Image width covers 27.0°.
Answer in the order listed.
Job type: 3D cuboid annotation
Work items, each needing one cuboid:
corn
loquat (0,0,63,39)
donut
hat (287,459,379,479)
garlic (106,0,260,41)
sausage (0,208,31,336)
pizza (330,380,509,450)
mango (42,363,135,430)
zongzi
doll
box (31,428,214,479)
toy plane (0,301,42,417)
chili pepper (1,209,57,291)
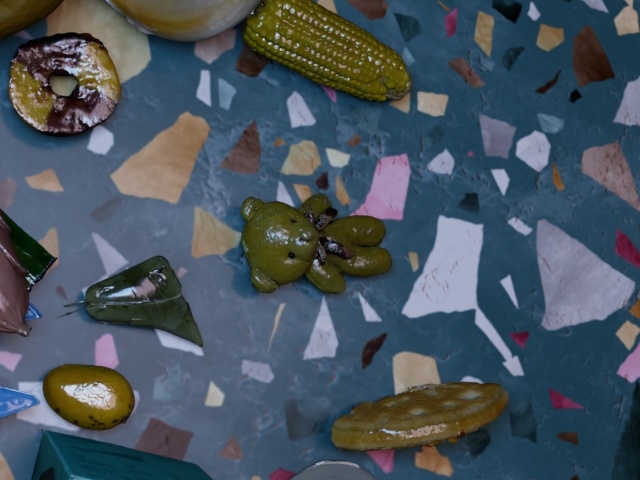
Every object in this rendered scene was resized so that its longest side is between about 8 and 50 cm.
[{"bbox_3d":[0.002,-0.254,1.748,0.261,0.097,0.097,25,75,-17],"label":"corn"},{"bbox_3d":[-0.404,-0.382,1.498,0.328,0.328,0.329,3,82,-19],"label":"loquat"},{"bbox_3d":[-0.319,-0.191,1.644,0.140,0.059,0.140,3,81,-20],"label":"donut"},{"bbox_3d":[0.005,0.397,1.642,0.244,0.149,0.214,-44,98,-8],"label":"hat"},{"bbox_3d":[-0.157,-0.409,1.626,0.249,0.313,0.286,43,38,-53],"label":"garlic"},{"bbox_3d":[-0.423,-0.079,1.533,0.087,0.088,0.433,-17,72,-20],"label":"sausage"},{"bbox_3d":[0.135,0.235,1.722,0.246,0.127,0.058,-13,109,-28],"label":"pizza"},{"bbox_3d":[-0.280,0.187,1.607,0.114,0.057,0.079,22,83,-12],"label":"mango"},{"bbox_3d":[-0.234,0.104,1.640,0.154,0.062,0.130,-25,103,-14],"label":"zongzi"},{"bbox_3d":[0.000,0.000,1.713,0.209,0.097,0.137,-3,78,-25],"label":"doll"},{"bbox_3d":[-0.213,0.308,1.479,0.205,0.311,0.118,18,86,-17],"label":"box"},{"bbox_3d":[-0.459,0.125,1.533,0.254,0.105,0.271,-40,101,-5],"label":"toy plane"},{"bbox_3d":[-0.420,-0.025,1.583,0.227,0.059,0.088,43,31,-6],"label":"chili pepper"}]
